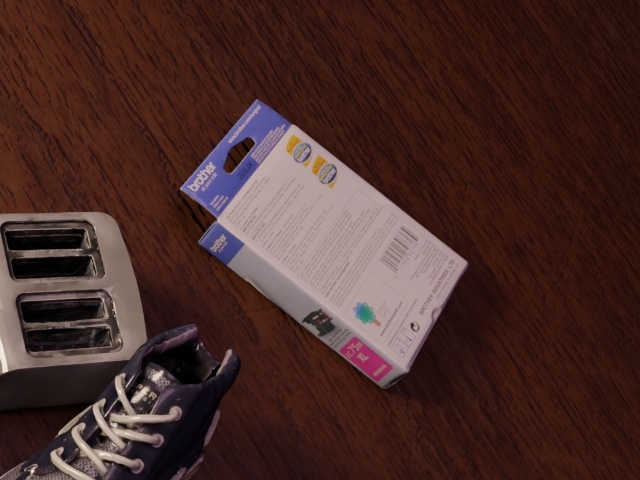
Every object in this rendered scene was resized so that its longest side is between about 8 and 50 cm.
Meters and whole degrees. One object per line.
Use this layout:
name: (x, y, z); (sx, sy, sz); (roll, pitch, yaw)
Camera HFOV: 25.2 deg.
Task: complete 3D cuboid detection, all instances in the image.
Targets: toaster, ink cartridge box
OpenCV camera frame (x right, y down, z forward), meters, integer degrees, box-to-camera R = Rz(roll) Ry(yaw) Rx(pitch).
toaster: (-0.259, 0.070, 1.358); (0.186, 0.110, 0.168); (-1, 63, -31)
ink cartridge box: (0.000, 0.000, 1.588); (0.311, 0.065, 0.185); (40, 49, -6)

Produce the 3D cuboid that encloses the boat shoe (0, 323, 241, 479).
boat shoe: (-0.189, 0.182, 1.229); (0.127, 0.158, 0.340); (31, 26, 10)
